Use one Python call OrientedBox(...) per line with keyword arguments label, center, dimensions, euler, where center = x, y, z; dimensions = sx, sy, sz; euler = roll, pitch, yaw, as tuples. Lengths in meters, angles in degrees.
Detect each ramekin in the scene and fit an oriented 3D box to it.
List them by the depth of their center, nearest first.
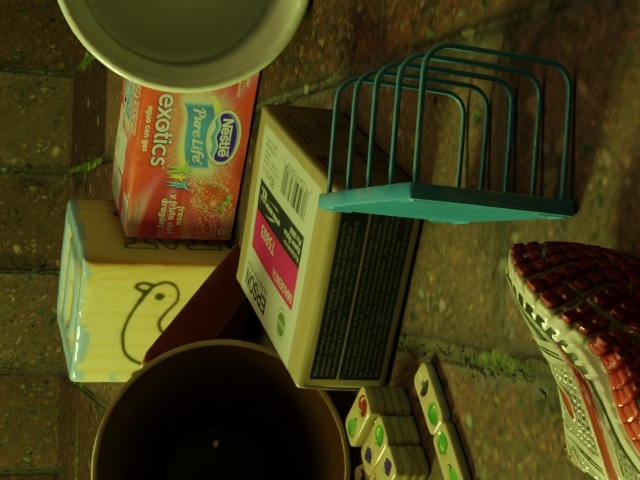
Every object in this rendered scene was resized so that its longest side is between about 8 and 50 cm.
OrientedBox(label="ramekin", center=(-0.153, -0.303, 1.316), dimensions=(0.135, 0.277, 0.277), euler=(-140, 54, -74))

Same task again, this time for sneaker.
OrientedBox(label="sneaker", center=(0.157, 0.081, 0.672), dimensions=(0.225, 0.088, 0.092), euler=(-111, 29, -48))

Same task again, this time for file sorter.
OrientedBox(label="file sorter", center=(0.086, -0.069, 0.845), dimensions=(0.170, 0.118, 0.104), euler=(177, 98, -70))

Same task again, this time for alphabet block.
OrientedBox(label="alphabet block", center=(-0.238, 0.065, 1.611), dimensions=(0.193, 0.197, 0.192), euler=(-120, 37, -57))

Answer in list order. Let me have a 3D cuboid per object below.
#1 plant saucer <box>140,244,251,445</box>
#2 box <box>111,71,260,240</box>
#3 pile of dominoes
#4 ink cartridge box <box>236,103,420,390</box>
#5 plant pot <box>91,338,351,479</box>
OrientedBox(label="plant saucer", center=(-0.152, 0.172, 1.426), dimensions=(0.259, 0.048, 0.258), euler=(-54, -18, -55))
OrientedBox(label="box", center=(-0.174, -0.165, 1.533), dimensions=(0.154, 0.142, 0.299), euler=(-123, 40, -58))
OrientedBox(label="pile of dominoes", center=(0.069, 0.239, 0.971), dimensions=(0.196, 0.040, 0.251), euler=(112, 153, -43))
OrientedBox(label="ink cartridge box", center=(0.000, 0.000, 1.116), dimensions=(0.234, 0.088, 0.193), euler=(-128, 45, -60))
OrientedBox(label="plant pot", center=(-0.104, 0.236, 1.223), dimensions=(0.254, 0.237, 0.237), euler=(117, 151, -75))
